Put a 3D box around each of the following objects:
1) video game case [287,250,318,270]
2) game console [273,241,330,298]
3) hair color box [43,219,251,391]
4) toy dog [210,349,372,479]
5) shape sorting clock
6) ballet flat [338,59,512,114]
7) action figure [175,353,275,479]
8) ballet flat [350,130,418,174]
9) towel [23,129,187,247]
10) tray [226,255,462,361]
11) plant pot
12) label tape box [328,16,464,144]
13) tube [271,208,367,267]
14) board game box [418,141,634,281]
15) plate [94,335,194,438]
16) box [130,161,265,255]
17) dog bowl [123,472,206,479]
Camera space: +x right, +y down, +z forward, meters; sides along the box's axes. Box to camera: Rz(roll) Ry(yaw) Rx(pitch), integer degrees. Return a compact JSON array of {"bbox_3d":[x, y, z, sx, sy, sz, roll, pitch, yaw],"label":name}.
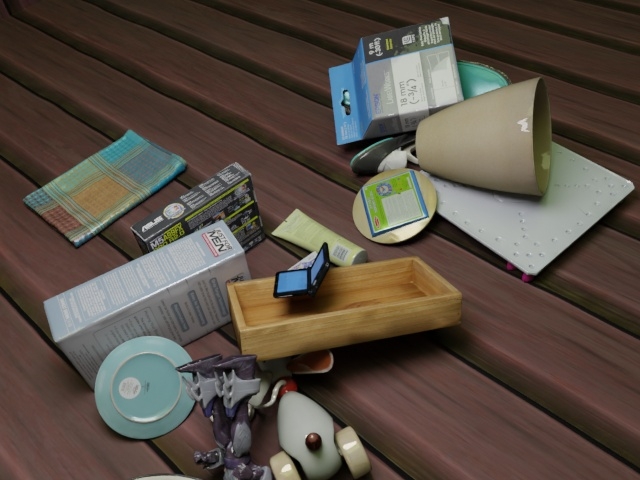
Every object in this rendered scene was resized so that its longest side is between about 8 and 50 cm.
[{"bbox_3d":[-0.021,0.090,1.235,0.087,0.011,0.122,-35,50,4],"label":"video game case"},{"bbox_3d":[-0.035,0.055,1.079,0.071,0.107,0.122,24,18,-10],"label":"game console"},{"bbox_3d":[-0.325,0.129,1.136,0.374,0.185,0.114,-26,50,-17],"label":"hair color box"},{"bbox_3d":[-0.051,0.284,0.982,0.220,0.161,0.333,-38,55,-25],"label":"toy dog"},{"bbox_3d":[0.175,-0.083,1.341,0.206,0.040,0.206,-10,58,15],"label":"shape sorting clock"},{"bbox_3d":[0.281,-0.405,1.562,0.482,0.182,0.164,4,91,17],"label":"ballet flat"},{"bbox_3d":[-0.140,0.327,0.897,0.185,0.285,0.099,-11,1,43],"label":"action figure"},{"bbox_3d":[0.213,-0.230,1.468,0.280,0.095,0.096,-30,64,-20],"label":"ballet flat"},{"bbox_3d":[-0.577,-0.156,1.523,0.271,0.040,0.370,30,58,30],"label":"towel"},{"bbox_3d":[0.038,0.124,1.084,0.410,0.076,0.203,-7,20,-14],"label":"tray"},{"bbox_3d":[0.370,-0.230,1.299,0.273,0.257,0.257,2,46,30],"label":"plant pot"},{"bbox_3d":[0.180,-0.400,1.433,0.333,0.106,0.241,-10,73,13],"label":"label tape box"},{"bbox_3d":[0.000,0.000,1.308,0.240,0.062,0.070,28,23,32],"label":"tube"},{"bbox_3d":[0.468,-0.117,1.361,0.389,0.050,0.390,-34,53,-22],"label":"board game box"},{"bbox_3d":[-0.324,0.273,1.050,0.188,0.024,0.188,3,77,-12],"label":"plate"},{"bbox_3d":[-0.255,-0.015,1.238,0.270,0.216,0.060,-37,54,-24],"label":"box"},{"bbox_3d":[-0.235,0.551,0.770,0.407,0.150,0.408,-3,48,3],"label":"dog bowl"}]
